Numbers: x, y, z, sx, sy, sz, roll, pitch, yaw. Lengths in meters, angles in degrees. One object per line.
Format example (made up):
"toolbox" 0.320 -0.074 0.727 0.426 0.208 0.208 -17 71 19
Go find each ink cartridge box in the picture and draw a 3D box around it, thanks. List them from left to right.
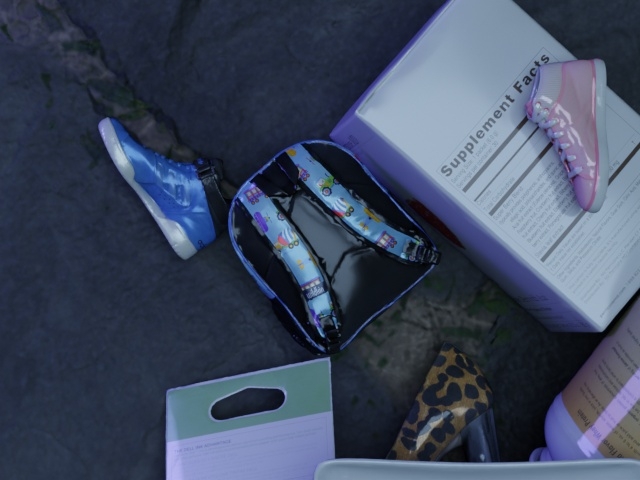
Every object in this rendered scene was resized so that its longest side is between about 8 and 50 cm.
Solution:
"ink cartridge box" -0.057 0.232 1.498 0.171 0.056 0.235 -12 51 14

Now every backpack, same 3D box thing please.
"backpack" 0.000 0.000 1.531 0.158 0.117 0.173 -42 93 -6

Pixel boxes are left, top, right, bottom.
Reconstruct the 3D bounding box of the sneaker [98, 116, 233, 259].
"sneaker" -0.136 -0.066 1.546 0.084 0.058 0.152 -34 96 -1

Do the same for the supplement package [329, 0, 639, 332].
"supplement package" 0.180 -0.073 1.524 0.293 0.177 0.175 41 83 -3

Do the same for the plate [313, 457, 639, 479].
"plate" 0.131 0.307 1.382 0.278 0.045 0.277 0 102 0

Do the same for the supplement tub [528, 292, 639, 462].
"supplement tub" 0.341 0.153 1.457 0.228 0.228 0.316 36 104 -4

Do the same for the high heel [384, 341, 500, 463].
"high heel" 0.041 0.202 1.553 0.261 0.093 0.186 -9 79 -6

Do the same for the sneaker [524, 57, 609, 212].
"sneaker" 0.208 -0.090 1.414 0.070 0.051 0.134 1 83 -7
